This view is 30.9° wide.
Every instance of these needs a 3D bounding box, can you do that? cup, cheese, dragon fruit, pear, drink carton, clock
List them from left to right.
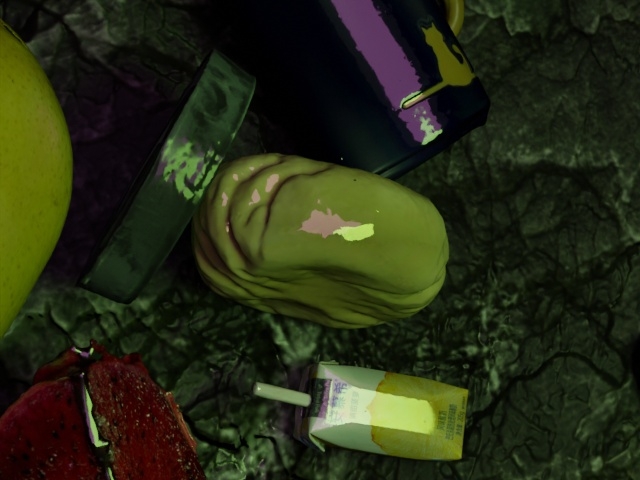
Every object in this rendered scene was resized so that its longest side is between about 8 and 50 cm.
[{"bbox_3d":[-0.326,-0.036,0.851,0.285,0.285,0.336,19,37,-12],"label":"pear"},{"bbox_3d":[-0.183,0.206,0.932,0.189,0.163,0.261,-15,98,-11],"label":"dragon fruit"},{"bbox_3d":[-0.126,-0.051,0.952,0.049,0.226,0.226,29,75,-11],"label":"clock"},{"bbox_3d":[0.000,0.000,0.989,0.226,0.214,0.117,11,75,-7],"label":"cheese"},{"bbox_3d":[0.028,0.152,1.043,0.200,0.074,0.084,12,78,-13],"label":"drink carton"},{"bbox_3d":[0.059,-0.202,1.053,0.255,0.178,0.256,-32,94,-16],"label":"cup"}]
